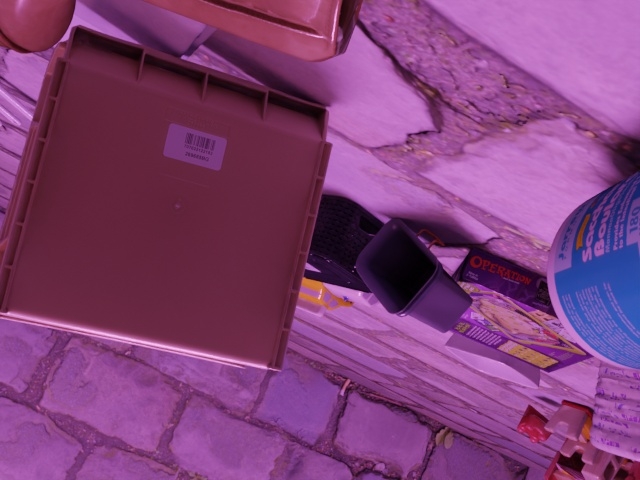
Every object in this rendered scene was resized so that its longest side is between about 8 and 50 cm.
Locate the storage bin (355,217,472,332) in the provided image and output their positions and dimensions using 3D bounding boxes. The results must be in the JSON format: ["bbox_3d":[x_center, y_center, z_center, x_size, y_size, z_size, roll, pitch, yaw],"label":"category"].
[{"bbox_3d":[0.122,0.044,1.065,0.091,0.098,0.135,34,-169,-33],"label":"storage bin"}]

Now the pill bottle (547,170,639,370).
[{"bbox_3d":[0.254,0.018,0.628,0.146,0.146,0.264,25,167,-2],"label":"pill bottle"}]

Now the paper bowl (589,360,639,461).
[{"bbox_3d":[0.390,0.136,0.771,0.284,0.148,0.284,10,175,1],"label":"paper bowl"}]

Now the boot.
[{"bbox_3d":[-0.108,-0.170,0.587,0.270,0.089,0.236,19,159,5],"label":"boot"}]

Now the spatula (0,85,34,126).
[{"bbox_3d":[-0.519,-0.239,1.291,0.168,0.019,0.242,8,155,35],"label":"spatula"}]

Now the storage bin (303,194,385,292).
[{"bbox_3d":[0.000,0.000,1.183,0.180,0.084,0.122,9,161,48],"label":"storage bin"}]

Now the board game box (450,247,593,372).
[{"bbox_3d":[0.269,0.106,1.211,0.208,0.056,0.347,19,167,4],"label":"board game box"}]

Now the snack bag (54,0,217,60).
[{"bbox_3d":[-0.267,-0.239,0.803,0.323,0.037,0.342,28,167,-18],"label":"snack bag"}]

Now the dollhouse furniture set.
[{"bbox_3d":[0.568,0.443,1.908,0.201,0.152,0.374,10,144,51],"label":"dollhouse furniture set"}]

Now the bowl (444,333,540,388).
[{"bbox_3d":[0.298,0.194,1.497,0.142,0.053,0.142,11,162,44],"label":"bowl"}]

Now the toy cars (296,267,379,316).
[{"bbox_3d":[0.021,0.075,1.445,0.176,0.087,0.394,27,167,-12],"label":"toy cars"}]

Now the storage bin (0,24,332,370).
[{"bbox_3d":[-0.147,-0.028,0.821,0.262,0.260,0.123,15,172,-21],"label":"storage bin"}]
